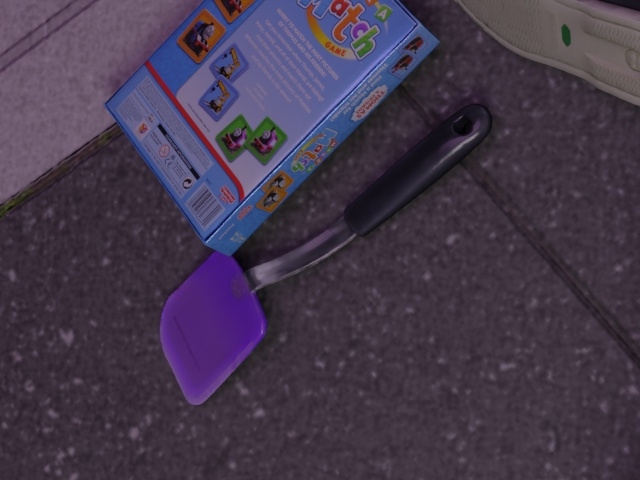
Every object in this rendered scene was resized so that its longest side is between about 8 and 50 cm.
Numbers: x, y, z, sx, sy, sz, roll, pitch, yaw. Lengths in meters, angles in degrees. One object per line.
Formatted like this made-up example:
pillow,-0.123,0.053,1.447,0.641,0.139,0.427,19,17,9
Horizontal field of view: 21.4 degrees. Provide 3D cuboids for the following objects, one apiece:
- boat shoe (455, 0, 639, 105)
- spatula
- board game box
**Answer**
boat shoe,0.167,-0.163,1.123,0.233,0.084,0.079,33,56,32
spatula,0.000,0.000,1.178,0.296,0.030,0.084,-37,61,13
board game box,-0.039,-0.117,1.201,0.211,0.039,0.160,-45,55,11
